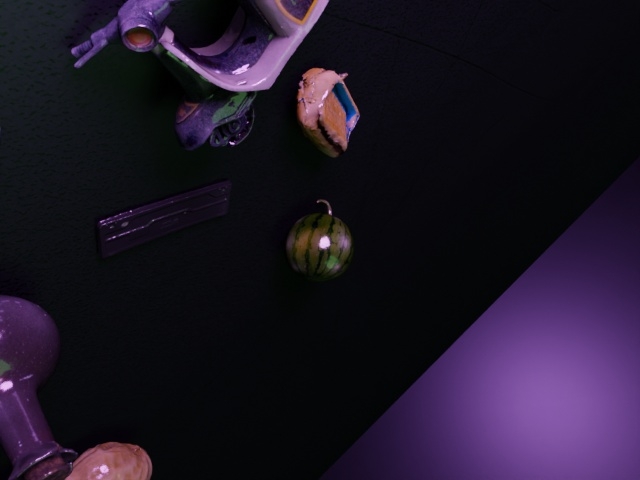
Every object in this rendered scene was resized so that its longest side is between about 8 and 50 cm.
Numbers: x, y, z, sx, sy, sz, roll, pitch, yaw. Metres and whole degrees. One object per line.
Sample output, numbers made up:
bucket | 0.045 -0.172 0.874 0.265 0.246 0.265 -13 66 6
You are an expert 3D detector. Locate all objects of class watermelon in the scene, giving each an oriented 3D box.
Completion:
watermelon | 0.001 0.007 0.752 0.109 0.109 0.109 -34 151 -22

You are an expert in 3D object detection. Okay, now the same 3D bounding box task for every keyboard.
keyboard | -0.162 -0.025 0.573 0.155 0.010 0.053 -24 147 -36

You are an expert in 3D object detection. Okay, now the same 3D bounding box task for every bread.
bread | 0.005 -0.142 0.604 0.072 0.053 0.106 -68 156 -7

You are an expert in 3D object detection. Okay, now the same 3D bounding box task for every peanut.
peanut | -0.341 0.349 0.749 0.229 0.098 0.103 -6 92 -52

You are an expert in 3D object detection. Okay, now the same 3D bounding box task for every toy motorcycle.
toy motorcycle | -0.062 -0.189 0.409 0.157 0.091 0.263 17 112 -51

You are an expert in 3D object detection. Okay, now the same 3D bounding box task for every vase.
vase | -0.266 0.130 0.452 0.120 0.183 0.120 -34 150 -23
